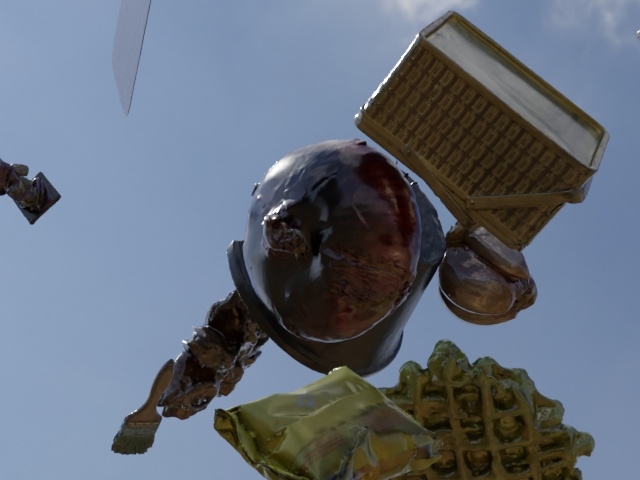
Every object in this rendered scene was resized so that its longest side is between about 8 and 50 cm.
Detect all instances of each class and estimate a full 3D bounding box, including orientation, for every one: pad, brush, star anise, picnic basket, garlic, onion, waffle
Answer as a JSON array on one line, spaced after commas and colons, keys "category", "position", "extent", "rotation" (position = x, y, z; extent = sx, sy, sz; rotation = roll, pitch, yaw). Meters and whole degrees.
[{"category": "pad", "position": [-0.229, -0.301, 1.461], "extent": [0.002, 0.176, 0.266], "rotation": [4, -56, -21]}, {"category": "brush", "position": [-0.258, 0.253, 1.784], "extent": [0.070, 0.021, 0.196], "rotation": [6, -54, -35]}, {"category": "star anise", "position": [-0.175, 0.198, 2.117], "extent": [0.118, 0.332, 0.331], "rotation": [41, -36, 9]}, {"category": "picnic basket", "position": [0.229, -0.147, 1.648], "extent": [0.313, 0.228, 0.175], "rotation": [39, -63, 3]}, {"category": "garlic", "position": [0.285, 0.078, 2.116], "extent": [0.160, 0.191, 0.214], "rotation": [-36, -23, -15]}, {"category": "onion", "position": [0.000, 0.000, 1.728], "extent": [0.232, 0.313, 0.314], "rotation": [5, -27, -40]}, {"category": "waffle", "position": [0.188, 0.293, 1.546], "extent": [0.317, 0.073, 0.297], "rotation": [36, -77, -11]}]

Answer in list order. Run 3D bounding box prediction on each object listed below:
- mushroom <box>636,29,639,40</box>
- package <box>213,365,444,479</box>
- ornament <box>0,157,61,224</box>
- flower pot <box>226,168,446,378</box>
[{"category": "mushroom", "position": [0.459, -0.265, 1.508], "extent": [0.099, 0.278, 0.096], "rotation": [15, -56, 10]}, {"category": "package", "position": [0.012, 0.202, 1.194], "extent": [0.226, 0.168, 0.090], "rotation": [-15, -46, -46]}, {"category": "ornament", "position": [-0.564, -0.106, 2.155], "extent": [0.088, 0.081, 0.203], "rotation": [-44, -23, -3]}, {"category": "flower pot", "position": [0.066, 0.026, 2.018], "extent": [0.379, 0.379, 0.251], "rotation": [27, -52, -26]}]
